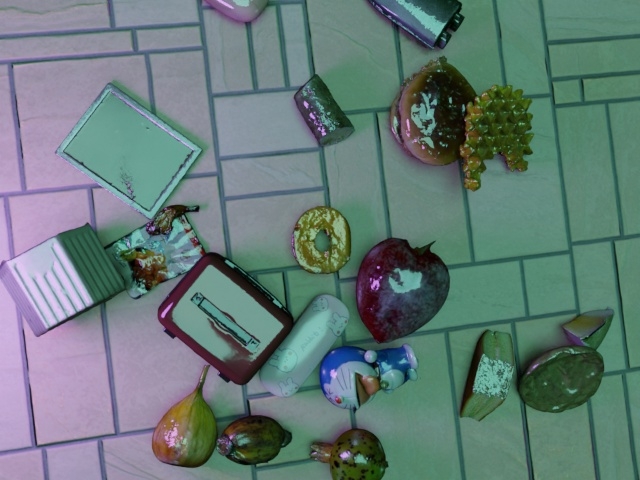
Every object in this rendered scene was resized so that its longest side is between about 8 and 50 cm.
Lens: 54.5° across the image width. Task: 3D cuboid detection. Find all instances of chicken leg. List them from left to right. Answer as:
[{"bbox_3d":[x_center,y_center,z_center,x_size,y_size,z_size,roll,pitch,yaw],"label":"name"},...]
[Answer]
[{"bbox_3d":[-0.378,-0.059,1.579,0.145,0.037,0.062,-40,105,-17],"label":"chicken leg"}]

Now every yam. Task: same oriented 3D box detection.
[{"bbox_3d":[0.001,-0.339,1.627,0.107,0.107,0.183,-32,90,-7],"label":"yam"}]

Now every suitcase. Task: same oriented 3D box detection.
[{"bbox_3d":[-0.232,0.192,1.546,0.297,0.161,0.236,40,86,-5],"label":"suitcase"}]

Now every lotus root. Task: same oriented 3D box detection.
[{"bbox_3d":[-0.164,0.500,1.568,0.209,0.120,0.120,6,87,-35],"label":"lotus root"}]

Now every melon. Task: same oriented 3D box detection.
[{"bbox_3d":[0.745,0.260,1.731,0.202,0.093,0.140,-23,121,-36],"label":"melon"}]

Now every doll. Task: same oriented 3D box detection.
[{"bbox_3d":[0.126,0.347,1.591,0.256,0.161,0.215,-13,131,-2],"label":"doll"}]

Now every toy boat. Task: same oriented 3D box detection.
[{"bbox_3d":[0.230,-0.648,1.672,0.319,0.092,0.141,35,85,2],"label":"toy boat"}]

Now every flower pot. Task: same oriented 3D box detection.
[{"bbox_3d":[-0.611,0.094,1.474,0.239,0.209,0.190,-31,93,-9],"label":"flower pot"}]

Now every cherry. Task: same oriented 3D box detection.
[{"bbox_3d":[0.201,0.123,1.589,0.230,0.203,0.300,23,94,-14],"label":"cherry"}]

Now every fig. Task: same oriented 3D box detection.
[{"bbox_3d":[-0.320,0.432,1.540,0.159,0.159,0.257,18,79,-7],"label":"fig"}]

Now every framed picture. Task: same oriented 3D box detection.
[{"bbox_3d":[-0.488,-0.228,1.595,0.296,0.019,0.232,36,84,-5],"label":"framed picture"}]

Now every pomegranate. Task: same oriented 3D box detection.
[{"bbox_3d":[0.073,0.558,1.593,0.205,0.159,0.159,7,87,18],"label":"pomegranate"}]

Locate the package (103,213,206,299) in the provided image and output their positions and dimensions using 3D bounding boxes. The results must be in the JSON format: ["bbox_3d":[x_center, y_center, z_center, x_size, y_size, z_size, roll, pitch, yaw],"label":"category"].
[{"bbox_3d":[-0.422,0.035,1.587,0.232,0.040,0.166,-28,93,-10],"label":"package"}]

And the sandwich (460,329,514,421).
[{"bbox_3d":[0.452,0.366,1.675,0.094,0.096,0.258,17,84,-2],"label":"sandwich"}]

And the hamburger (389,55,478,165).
[{"bbox_3d":[0.313,-0.336,1.652,0.243,0.146,0.286,4,87,-15],"label":"hamburger"}]

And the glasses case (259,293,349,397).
[{"bbox_3d":[-0.041,0.271,1.614,0.113,0.075,0.297,38,83,-4],"label":"glasses case"}]

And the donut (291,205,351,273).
[{"bbox_3d":[0.000,0.000,1.635,0.162,0.065,0.179,7,87,-13],"label":"donut"}]

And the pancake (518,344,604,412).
[{"bbox_3d":[0.658,0.376,1.694,0.241,0.050,0.242,-1,121,-2],"label":"pancake"}]

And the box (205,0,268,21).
[{"bbox_3d":[-0.228,-0.657,1.605,0.200,0.088,0.146,32,86,-5],"label":"box"}]

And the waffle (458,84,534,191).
[{"bbox_3d":[0.458,-0.279,1.634,0.293,0.069,0.260,-19,113,-38],"label":"waffle"}]
